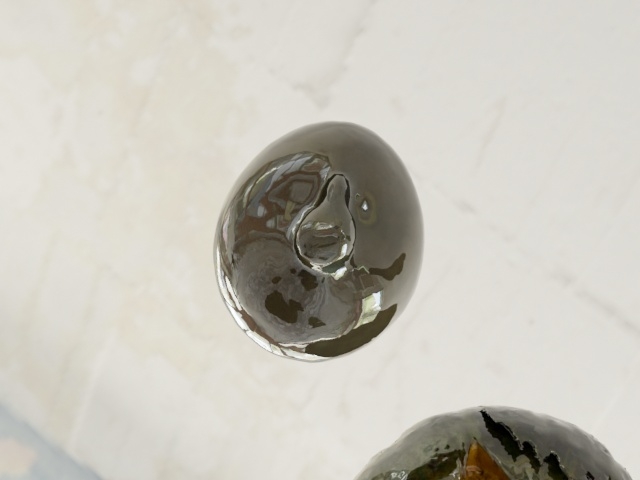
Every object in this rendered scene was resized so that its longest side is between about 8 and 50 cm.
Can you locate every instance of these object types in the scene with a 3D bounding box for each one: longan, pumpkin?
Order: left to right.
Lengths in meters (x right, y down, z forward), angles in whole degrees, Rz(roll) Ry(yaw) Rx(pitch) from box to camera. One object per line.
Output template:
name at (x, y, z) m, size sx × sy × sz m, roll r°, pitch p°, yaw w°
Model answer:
longan at (0.000, 0.000, 1.338) m, size 0.159 × 0.185 × 0.204 m, roll 13°, pitch -2°, yaw -1°
pumpkin at (0.144, 0.296, 1.482) m, size 0.320 × 0.320 × 0.192 m, roll 40°, pitch -7°, yaw 4°
